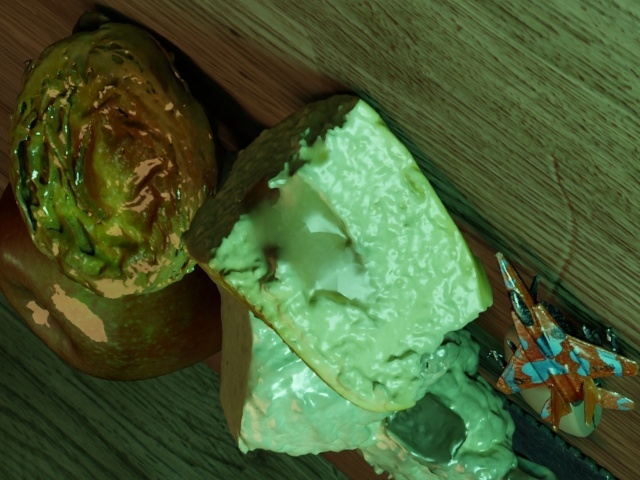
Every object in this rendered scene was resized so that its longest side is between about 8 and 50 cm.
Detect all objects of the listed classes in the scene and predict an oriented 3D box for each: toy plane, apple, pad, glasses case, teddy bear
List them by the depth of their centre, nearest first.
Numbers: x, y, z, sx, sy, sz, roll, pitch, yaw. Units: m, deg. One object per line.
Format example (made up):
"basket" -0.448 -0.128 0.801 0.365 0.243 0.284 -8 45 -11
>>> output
"toy plane" 0.188 0.077 1.488 0.130 0.061 0.189 -11 118 32
"glasses case" 0.212 0.126 1.634 0.081 0.051 0.204 37 169 24
"teddy bear" 0.077 0.093 1.842 0.362 0.375 0.327 0 179 -16
"apple" -0.214 0.014 2.040 0.319 0.277 0.319 39 168 10
"pad" 0.247 0.240 2.091 0.269 0.012 0.270 36 169 23

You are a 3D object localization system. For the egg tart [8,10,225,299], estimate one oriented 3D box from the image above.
"egg tart" -0.194 -0.089 1.818 0.297 0.132 0.297 13 111 35

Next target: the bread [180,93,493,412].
"bread" 0.005 0.007 1.517 0.224 0.183 0.211 47 169 -21
